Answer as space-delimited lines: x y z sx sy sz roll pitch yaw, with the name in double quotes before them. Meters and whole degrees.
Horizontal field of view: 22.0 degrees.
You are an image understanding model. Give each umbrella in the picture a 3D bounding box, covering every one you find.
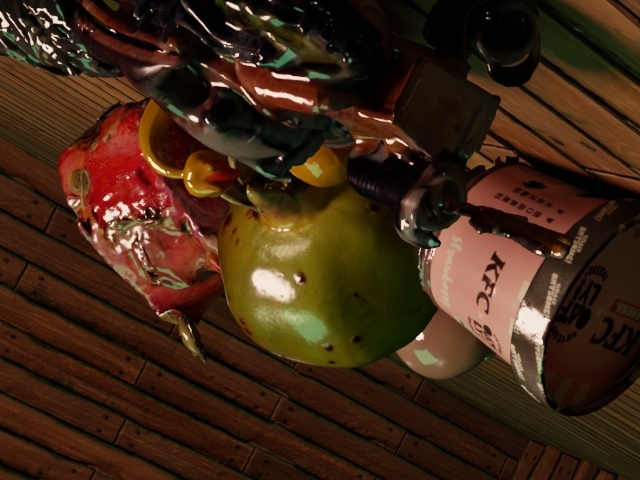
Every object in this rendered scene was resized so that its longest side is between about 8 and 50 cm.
"umbrella" -0.235 -0.185 1.186 0.337 0.128 0.154 15 -176 35

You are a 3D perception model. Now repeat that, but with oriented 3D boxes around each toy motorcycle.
"toy motorcycle" 0.008 -0.088 0.858 0.207 0.134 0.401 31 174 -35

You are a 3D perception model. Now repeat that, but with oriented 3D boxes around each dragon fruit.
"dragon fruit" -0.118 -0.038 1.530 0.211 0.147 0.282 20 -143 -52

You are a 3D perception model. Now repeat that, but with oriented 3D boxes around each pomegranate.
"pomegranate" -0.004 0.010 1.351 0.198 0.198 0.246 24 -172 29

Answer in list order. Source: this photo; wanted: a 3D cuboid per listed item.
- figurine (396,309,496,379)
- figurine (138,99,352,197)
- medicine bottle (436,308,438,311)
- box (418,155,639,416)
"figurine" 0.140 0.098 1.901 0.125 0.125 0.138 19 160 51
"figurine" -0.055 -0.081 1.214 0.176 0.122 0.121 26 171 18
"medicine bottle" 0.037 0.005 1.651 0.192 0.096 0.096 30 173 -17
"box" 0.154 0.022 1.121 0.135 0.151 0.151 35 180 38
